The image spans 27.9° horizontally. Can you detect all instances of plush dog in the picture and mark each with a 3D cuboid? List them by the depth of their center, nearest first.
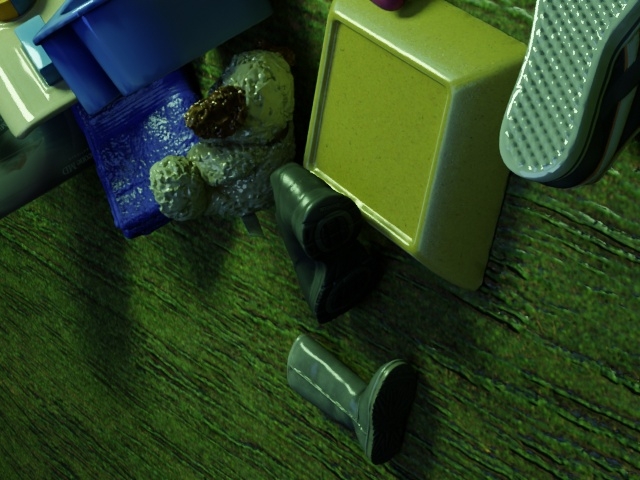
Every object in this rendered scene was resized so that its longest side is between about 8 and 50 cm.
[{"bbox_3d":[-0.098,-0.154,1.774,0.211,0.262,0.225,18,133,12],"label":"plush dog"}]

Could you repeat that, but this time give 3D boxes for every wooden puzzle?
[{"bbox_3d":[-0.403,-0.369,2.004,0.322,0.348,0.080,55,178,25],"label":"wooden puzzle"}]

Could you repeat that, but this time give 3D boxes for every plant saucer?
[{"bbox_3d":[0.093,-0.141,1.611,0.333,0.081,0.332,38,131,39],"label":"plant saucer"}]

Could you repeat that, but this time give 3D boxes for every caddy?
[{"bbox_3d":[-0.233,-0.321,1.781,0.241,0.341,0.179,-16,107,54],"label":"caddy"}]

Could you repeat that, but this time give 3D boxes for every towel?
[{"bbox_3d":[-0.285,-0.180,2.038,0.228,0.076,0.308,-29,78,28],"label":"towel"}]

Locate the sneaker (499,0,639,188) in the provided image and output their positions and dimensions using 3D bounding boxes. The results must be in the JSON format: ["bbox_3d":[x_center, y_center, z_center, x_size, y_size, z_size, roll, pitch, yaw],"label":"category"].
[{"bbox_3d":[0.286,-0.206,1.311,0.126,0.127,0.321,28,99,38],"label":"sneaker"}]

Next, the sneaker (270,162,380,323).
[{"bbox_3d":[0.000,0.000,1.714,0.130,0.109,0.286,49,161,33],"label":"sneaker"}]

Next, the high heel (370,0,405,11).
[{"bbox_3d":[0.070,-0.401,1.543,0.117,0.082,0.244,133,131,-60],"label":"high heel"}]

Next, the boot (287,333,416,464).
[{"bbox_3d":[0.038,0.194,1.821,0.208,0.076,0.189,47,134,42],"label":"boot"}]

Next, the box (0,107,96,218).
[{"bbox_3d":[-0.555,-0.216,2.202,0.183,0.296,0.294,11,129,51],"label":"box"}]
